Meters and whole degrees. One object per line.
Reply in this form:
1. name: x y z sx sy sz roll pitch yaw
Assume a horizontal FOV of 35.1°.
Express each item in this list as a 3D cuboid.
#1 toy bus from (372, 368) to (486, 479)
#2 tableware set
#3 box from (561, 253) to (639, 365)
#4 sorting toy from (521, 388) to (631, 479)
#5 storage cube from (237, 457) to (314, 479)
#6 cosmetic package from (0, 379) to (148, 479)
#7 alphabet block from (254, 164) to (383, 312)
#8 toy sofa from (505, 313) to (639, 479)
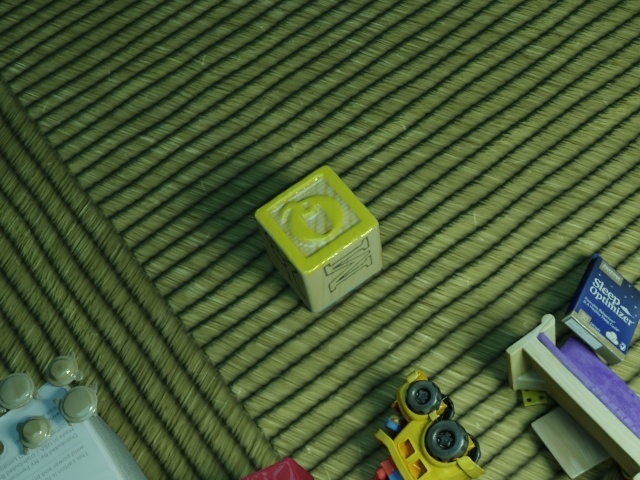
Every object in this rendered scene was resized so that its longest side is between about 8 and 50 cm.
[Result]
1. toy bus: 0.178 0.389 1.928 0.211 0.149 0.220 -34 61 7
2. tableware set: -0.452 0.263 1.678 0.168 0.020 0.141 -26 61 -6
3. box: 0.566 0.124 1.993 0.136 0.036 0.225 41 47 -3
4. sorting toy: 0.489 0.371 1.932 0.132 0.046 0.274 -28 52 -8
5. storage cube: -0.082 0.534 1.831 0.183 0.215 0.193 -25 63 3
6. cosmetic package: -0.460 0.514 1.785 0.329 0.394 0.327 -35 65 -11
7. alphabet block: 0.000 0.000 2.106 0.193 0.197 0.192 -36 65 -12
8. toy sofa: 0.519 0.299 1.854 0.177 0.150 0.362 -34 53 -11
